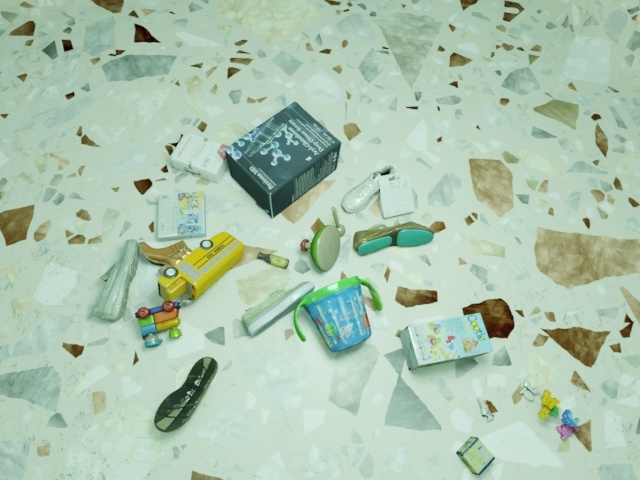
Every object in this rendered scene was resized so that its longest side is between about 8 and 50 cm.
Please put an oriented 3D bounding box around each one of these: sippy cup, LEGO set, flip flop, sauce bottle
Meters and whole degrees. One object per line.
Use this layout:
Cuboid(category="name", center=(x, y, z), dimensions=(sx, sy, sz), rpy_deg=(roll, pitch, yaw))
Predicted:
Cuboid(category="sippy cup", center=(0.072, 0.274, 1.457), dimensions=(0.305, 0.240, 0.224), rpy_deg=(-24, 78, 12))
Cuboid(category="LEGO set", center=(0.806, 0.608, 1.412), dimensions=(0.093, 0.087, 0.227), rpy_deg=(-39, 72, -19))
Cuboid(category="flip flop", center=(-0.451, 0.531, 1.382), dimensions=(0.112, 0.080, 0.277), rpy_deg=(22, 51, 12))
Cuboid(category="sauce bottle", center=(-0.190, 0.077, 1.616), dimensions=(0.128, 0.042, 0.042), rpy_deg=(16, 66, 2))

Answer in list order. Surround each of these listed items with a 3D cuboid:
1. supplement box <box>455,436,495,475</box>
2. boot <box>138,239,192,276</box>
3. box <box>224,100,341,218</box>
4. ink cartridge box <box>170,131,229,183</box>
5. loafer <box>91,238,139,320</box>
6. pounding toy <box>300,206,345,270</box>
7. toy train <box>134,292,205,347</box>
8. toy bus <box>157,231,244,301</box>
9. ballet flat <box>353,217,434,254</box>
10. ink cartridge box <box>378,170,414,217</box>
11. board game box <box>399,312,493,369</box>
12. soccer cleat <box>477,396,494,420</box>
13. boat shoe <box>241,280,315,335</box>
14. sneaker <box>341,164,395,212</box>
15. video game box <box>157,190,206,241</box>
Cuboid(category="supplement box", center=(0.523, 0.727, 1.357), dimensions=(0.083, 0.056, 0.083), rpy_deg=(-35, 72, -17))
Cuboid(category="boot", center=(-0.608, 0.043, 1.593), dimensions=(0.152, 0.073, 0.197), rpy_deg=(-43, 87, -18))
Cuboid(category="box", center=(-0.156, -0.347, 1.719), dimensions=(0.395, 0.212, 0.293), rpy_deg=(-41, 75, -18))
Cuboid(category="ink cartridge box", center=(-0.521, -0.364, 1.770), dimensions=(0.218, 0.092, 0.158), rpy_deg=(20, 66, 4))
Cuboid(category="loafer", center=(-0.771, 0.140, 1.515), dimensions=(0.111, 0.112, 0.319), rpy_deg=(10, 66, -8))
Cuboid(category="pounding toy", center=(0.000, 0.000, 1.614), dimensions=(0.110, 0.183, 0.237), rpy_deg=(9, 62, 30))
Cuboid(category="toy train", center=(-0.535, 0.293, 1.471), dimensions=(0.248, 0.105, 0.143), rpy_deg=(-14, 78, -10))
Cuboid(category="toy bus", center=(-0.443, 0.103, 1.500), dimensions=(0.130, 0.108, 0.333), rpy_deg=(34, 48, 10))
Cuboid(category="ballet flat", center=(0.296, -0.029, 1.673), dimensions=(0.342, 0.116, 0.124), rpy_deg=(-12, 48, -5))
Cuboid(category="ink cartridge box", center=(0.320, -0.198, 1.724), dimensions=(0.145, 0.045, 0.179), rpy_deg=(-13, 99, -9))
Cuboid(category="board game box", center=(0.451, 0.371, 1.467), dimensions=(0.275, 0.142, 0.144), rpy_deg=(-8, 66, -7))
Cuboid(category="soccer cleat", center=(0.584, 0.603, 1.433), dimensions=(0.035, 0.029, 0.083), rpy_deg=(-26, 74, -19))
Cuboid(category="boat shoe", center=(-0.160, 0.235, 1.513), dimensions=(0.302, 0.109, 0.094), rpy_deg=(-34, 70, -14))
Cuboid(category="sneaker", center=(0.210, -0.232, 1.742), dimensions=(0.292, 0.118, 0.110), rpy_deg=(-38, 75, -17))
Cuboid(category="video game box", center=(-0.576, -0.103, 1.672), dimensions=(0.187, 0.048, 0.205), rpy_deg=(-6, 66, -4))
